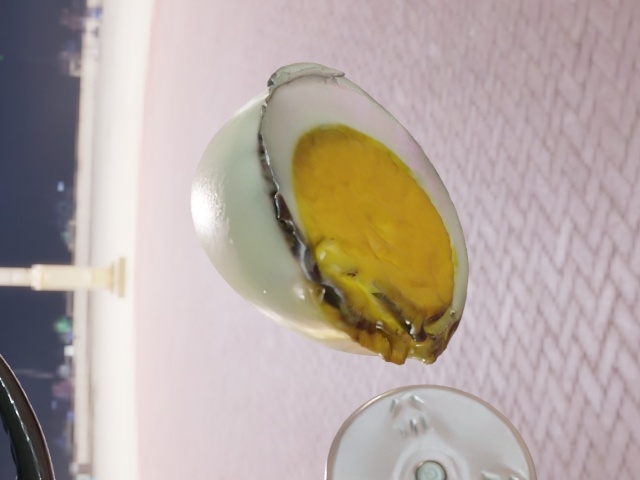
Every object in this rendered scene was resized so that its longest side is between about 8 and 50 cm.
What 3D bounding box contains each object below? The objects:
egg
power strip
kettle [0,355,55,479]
[{"bbox_3d":[0.001,-0.003,1.126,0.174,0.286,0.264,-35,14,37],"label":"egg"},{"bbox_3d":[0.075,0.185,0.868,0.078,0.154,0.154,92,173,-54],"label":"power strip"},{"bbox_3d":[-0.297,0.142,0.817,0.144,0.202,0.232,-20,96,59],"label":"kettle"}]
